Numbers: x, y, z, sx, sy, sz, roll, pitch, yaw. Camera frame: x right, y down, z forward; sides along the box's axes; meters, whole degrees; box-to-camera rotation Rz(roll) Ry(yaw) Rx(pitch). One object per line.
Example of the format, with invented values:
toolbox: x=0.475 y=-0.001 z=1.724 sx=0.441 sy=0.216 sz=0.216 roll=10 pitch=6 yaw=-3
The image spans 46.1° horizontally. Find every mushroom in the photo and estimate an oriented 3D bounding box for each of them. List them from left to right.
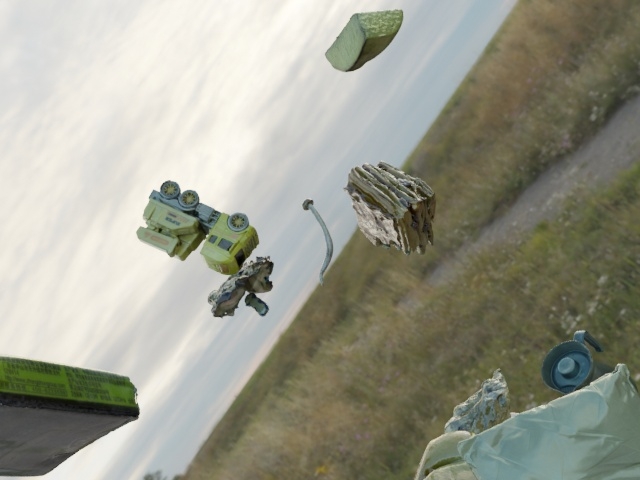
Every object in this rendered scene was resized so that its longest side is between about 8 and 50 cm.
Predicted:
mushroom: x=0.001 y=0.001 z=2.369 sx=0.068 sy=0.306 sz=0.043 roll=-18 pitch=-24 yaw=6

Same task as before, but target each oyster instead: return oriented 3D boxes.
oyster: x=-0.194 y=0.111 z=1.878 sx=0.198 sy=0.092 sz=0.259 roll=-41 pitch=-11 yaw=4
oyster: x=0.362 y=0.395 z=1.690 sx=0.209 sy=0.133 sz=0.072 roll=-35 pitch=-42 yaw=-8

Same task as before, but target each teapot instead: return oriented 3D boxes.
teapot: x=0.650 y=0.335 z=1.817 sx=0.171 sy=0.225 sz=0.203 roll=-13 pitch=48 yaw=45

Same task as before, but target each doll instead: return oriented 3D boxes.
doll: x=-0.158 y=0.160 z=1.873 sx=0.037 sy=0.027 sz=0.125 roll=-58 pitch=31 yaw=-3

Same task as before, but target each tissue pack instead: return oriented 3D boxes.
tissue pack: x=-0.568 y=0.327 z=1.387 sx=0.288 sy=0.124 sz=0.394 roll=-30 pitch=-26 yaw=14

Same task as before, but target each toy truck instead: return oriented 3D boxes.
toy truck: x=-0.290 y=-0.017 z=1.745 sx=0.157 sy=0.272 sz=0.124 roll=-62 pitch=-11 yaw=-19

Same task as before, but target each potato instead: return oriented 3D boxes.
potato: x=0.097 y=-0.381 z=1.480 sx=0.120 sy=0.081 sz=0.149 roll=-14 pitch=-13 yaw=-29

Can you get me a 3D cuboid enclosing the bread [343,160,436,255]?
bread: x=0.245 y=-0.088 z=2.400 sx=0.191 sy=0.314 sz=0.370 roll=-42 pitch=-36 yaw=-13

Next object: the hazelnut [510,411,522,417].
hazelnut: x=0.497 y=0.613 z=1.843 sx=0.359 sy=0.410 sz=0.359 roll=-59 pitch=-10 yaw=-18

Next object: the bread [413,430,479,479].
bread: x=0.262 y=0.528 z=1.391 sx=0.210 sy=0.300 sz=0.341 roll=-15 pitch=35 yaw=10

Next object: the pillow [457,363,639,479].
pillow: x=0.377 y=0.359 z=1.067 sx=0.275 sy=0.280 sz=0.076 roll=-27 pitch=-13 yaw=7
